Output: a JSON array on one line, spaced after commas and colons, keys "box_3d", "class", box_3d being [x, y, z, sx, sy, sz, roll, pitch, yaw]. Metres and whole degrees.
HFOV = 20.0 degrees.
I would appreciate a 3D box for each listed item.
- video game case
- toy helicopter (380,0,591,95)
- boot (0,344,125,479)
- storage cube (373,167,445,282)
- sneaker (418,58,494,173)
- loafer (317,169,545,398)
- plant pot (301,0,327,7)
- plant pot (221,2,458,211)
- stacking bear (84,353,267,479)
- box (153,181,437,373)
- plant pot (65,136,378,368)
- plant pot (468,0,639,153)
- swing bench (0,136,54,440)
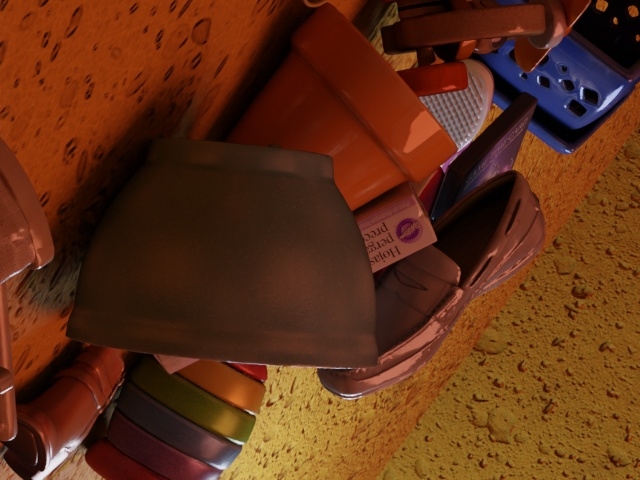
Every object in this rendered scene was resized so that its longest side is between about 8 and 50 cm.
[{"box_3d": [0.167, -0.024, 2.127, 0.196, 0.026, 0.274, -44, 157, -45], "class": "video game case"}, {"box_3d": [0.186, -0.249, 2.118, 0.355, 0.235, 0.140, -108, -171, -87], "class": "toy helicopter"}, {"box_3d": [-0.254, 0.155, 1.793, 0.152, 0.073, 0.197, -50, 176, -19], "class": "boot"}, {"box_3d": [0.025, -0.031, 2.064, 0.215, 0.184, 0.193, -56, 165, -4], "class": "storage cube"}, {"box_3d": [0.173, -0.172, 2.437, 0.161, 0.102, 0.282, -49, 174, -40], "class": "sneaker"}, {"box_3d": [0.114, 0.043, 1.956, 0.319, 0.112, 0.111, -43, 139, -21], "class": "loafer"}, {"box_3d": [-0.014, -0.284, 1.580, 0.134, 0.095, 0.134, -52, 164, -21], "class": "plant pot"}, {"box_3d": [0.005, -0.107, 1.860, 0.188, 0.205, 0.205, -42, 165, 2], "class": "plant pot"}, {"box_3d": [-0.128, 0.157, 2.034, 0.289, 0.175, 0.164, -60, 157, -2], "class": "stacking bear"}, {"box_3d": [-0.035, 0.037, 1.918, 0.324, 0.063, 0.067, -27, -159, 5], "class": "box"}, {"box_3d": [-0.083, 0.007, 1.693, 0.293, 0.293, 0.196, 6, 89, -74], "class": "plant pot"}, {"box_3d": [0.345, -0.275, 2.506, 0.236, 0.236, 0.212, -43, 167, -41], "class": "plant pot"}, {"box_3d": [-0.318, 0.061, 1.200, 0.253, 0.165, 0.254, -39, 157, -48], "class": "swing bench"}]
